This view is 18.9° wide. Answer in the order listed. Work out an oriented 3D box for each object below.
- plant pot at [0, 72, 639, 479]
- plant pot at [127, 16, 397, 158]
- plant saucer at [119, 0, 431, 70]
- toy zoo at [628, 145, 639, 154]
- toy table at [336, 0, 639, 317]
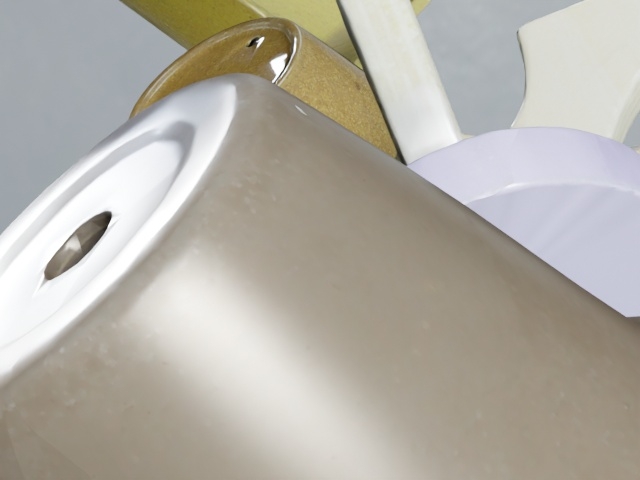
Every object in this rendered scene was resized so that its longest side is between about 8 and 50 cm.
[{"bbox_3d":[-0.003,0.080,0.601,0.263,0.229,0.263,-38,21,17],"label":"plant pot"},{"bbox_3d":[0.000,0.000,1.150,0.237,0.254,0.237,-25,31,17],"label":"plant pot"},{"bbox_3d":[-0.085,-0.231,1.414,0.081,0.333,0.333,-53,-1,26],"label":"plant saucer"},{"bbox_3d":[0.139,0.027,1.394,0.030,0.192,0.293,-23,15,-35],"label":"toy zoo"},{"bbox_3d":[0.060,-0.010,0.835,0.252,0.161,0.274,-16,-33,-8],"label":"toy table"}]
